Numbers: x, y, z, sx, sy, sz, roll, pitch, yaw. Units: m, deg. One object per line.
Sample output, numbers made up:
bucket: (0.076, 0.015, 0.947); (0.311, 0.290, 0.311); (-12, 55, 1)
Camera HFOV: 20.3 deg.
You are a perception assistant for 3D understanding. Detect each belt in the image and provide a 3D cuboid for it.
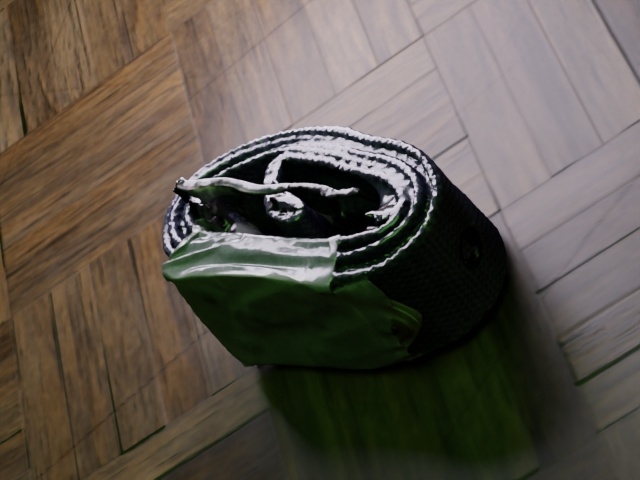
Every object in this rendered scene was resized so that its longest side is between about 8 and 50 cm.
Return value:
belt: (0.000, 0.000, 1.169); (0.230, 0.126, 0.139); (3, 58, 40)
